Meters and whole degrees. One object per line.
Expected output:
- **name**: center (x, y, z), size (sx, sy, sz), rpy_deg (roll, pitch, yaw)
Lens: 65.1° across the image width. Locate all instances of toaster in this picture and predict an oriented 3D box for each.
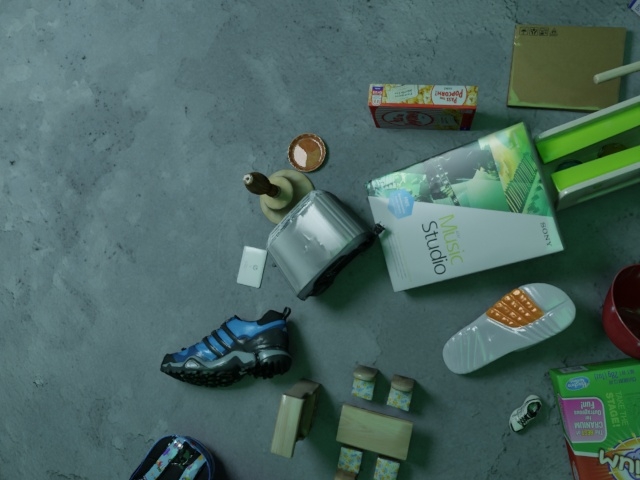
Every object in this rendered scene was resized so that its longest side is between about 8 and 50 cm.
- **toaster**: center (0.000, 0.000, 0.998), size (0.227, 0.129, 0.146), rpy_deg (-46, 77, 17)

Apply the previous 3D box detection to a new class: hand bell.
- **hand bell**: center (-0.096, -0.100, 0.972), size (0.126, 0.242, 0.126), rpy_deg (-1, 86, 12)

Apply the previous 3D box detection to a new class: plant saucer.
- **plant saucer**: center (-0.029, -0.188, 1.079), size (0.083, 0.013, 0.084), rpy_deg (-1, 87, 13)

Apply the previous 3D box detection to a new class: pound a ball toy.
- **pound a ball toy**: center (0.544, -0.203, 0.905), size (0.318, 0.136, 0.208), rpy_deg (-21, 70, 11)

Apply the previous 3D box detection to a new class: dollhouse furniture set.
- **dollhouse furniture set**: center (0.050, 0.358, 0.957), size (0.241, 0.161, 0.212), rpy_deg (11, 89, 12)

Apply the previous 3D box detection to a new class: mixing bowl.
- **mixing bowl**: center (0.570, 0.142, 0.874), size (0.181, 0.098, 0.182), rpy_deg (3, 55, -5)

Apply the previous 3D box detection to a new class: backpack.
- **backpack**: center (-0.297, 0.486, 1.047), size (0.158, 0.117, 0.173), rpy_deg (33, 95, 12)

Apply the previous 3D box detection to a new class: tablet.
- **tablet**: center (-0.150, 0.057, 1.095), size (0.054, 0.006, 0.084), rpy_deg (12, 90, 12)

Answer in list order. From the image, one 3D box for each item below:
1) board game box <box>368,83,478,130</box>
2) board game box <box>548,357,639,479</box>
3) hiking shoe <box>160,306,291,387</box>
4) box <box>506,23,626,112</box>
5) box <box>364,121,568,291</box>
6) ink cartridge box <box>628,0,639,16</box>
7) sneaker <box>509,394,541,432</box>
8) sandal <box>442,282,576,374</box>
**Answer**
- **board game box**: center (0.196, -0.255, 0.967), size (0.193, 0.147, 0.045), rpy_deg (5, 88, 13)
- **board game box**: center (0.574, 0.375, 0.895), size (0.242, 0.064, 0.317), rpy_deg (-12, 84, 11)
- **hiking shoe**: center (-0.196, 0.230, 1.063), size (0.303, 0.113, 0.132), rpy_deg (-11, 55, 17)
- **box**: center (0.474, -0.334, 0.975), size (0.201, 0.021, 0.165), rpy_deg (7, 90, 11)
- **box**: center (0.258, -0.051, 0.938), size (0.321, 0.058, 0.233), rpy_deg (-19, 83, 29)
- **ink cartridge box**: center (0.714, -0.338, 0.846), size (0.069, 0.175, 0.371), rpy_deg (-45, 79, 6)
- **sneaker**: center (0.388, 0.330, 0.951), size (0.031, 0.037, 0.083), rpy_deg (32, 95, 10)
- **sandal**: center (0.352, 0.167, 0.955), size (0.265, 0.076, 0.102), rpy_deg (-37, 65, 28)
